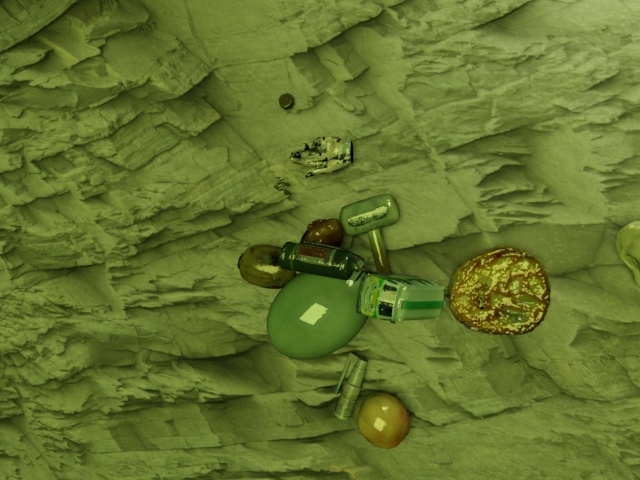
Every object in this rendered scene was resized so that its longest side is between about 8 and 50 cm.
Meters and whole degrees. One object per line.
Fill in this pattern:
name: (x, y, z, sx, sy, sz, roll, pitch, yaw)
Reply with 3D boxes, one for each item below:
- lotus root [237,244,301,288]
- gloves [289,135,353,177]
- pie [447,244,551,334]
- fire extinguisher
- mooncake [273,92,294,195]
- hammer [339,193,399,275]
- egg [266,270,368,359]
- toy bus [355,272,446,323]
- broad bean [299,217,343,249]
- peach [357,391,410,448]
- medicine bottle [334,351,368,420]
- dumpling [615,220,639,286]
lotus root: (-0.155, 0.097, 1.768, 0.278, 0.154, 0.154, 11, 95, 8)
gloves: (0.001, -0.291, 1.725, 0.212, 0.111, 0.127, 0, 116, 14)
pie: (0.565, 0.165, 1.583, 0.315, 0.092, 0.315, 2, 98, 15)
fire extinguisher: (0.025, 0.065, 1.534, 0.294, 0.118, 0.093, 9, 135, 20)
mooncake: (-0.127, -0.341, 1.784, 0.150, 0.057, 0.347, 23, 101, 27)
hammer: (0.191, 0.008, 1.683, 0.202, 0.113, 0.305, -16, 93, 19)
egg: (-0.001, 0.228, 1.650, 0.389, 0.276, 0.276, -39, 81, 2)
toy bus: (0.254, 0.178, 1.560, 0.164, 0.276, 0.134, 13, 96, 45)
broad bean: (-0.003, -0.002, 1.684, 0.156, 0.228, 0.122, -15, 67, -16)
peach: (0.209, 0.595, 1.658, 0.184, 0.184, 0.184, 1, 92, 17)
medicine bottle: (0.099, 0.505, 1.749, 0.092, 0.061, 0.221, 25, 99, 34)
dumpling: (1.000, 0.052, 1.432, 0.318, 0.187, 0.243, 22, 138, 23)
